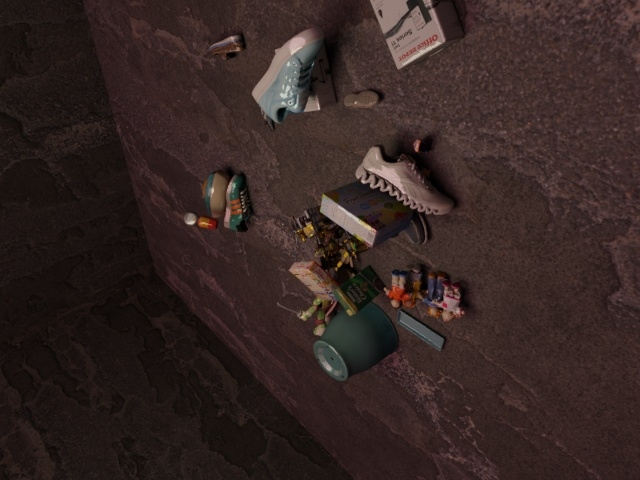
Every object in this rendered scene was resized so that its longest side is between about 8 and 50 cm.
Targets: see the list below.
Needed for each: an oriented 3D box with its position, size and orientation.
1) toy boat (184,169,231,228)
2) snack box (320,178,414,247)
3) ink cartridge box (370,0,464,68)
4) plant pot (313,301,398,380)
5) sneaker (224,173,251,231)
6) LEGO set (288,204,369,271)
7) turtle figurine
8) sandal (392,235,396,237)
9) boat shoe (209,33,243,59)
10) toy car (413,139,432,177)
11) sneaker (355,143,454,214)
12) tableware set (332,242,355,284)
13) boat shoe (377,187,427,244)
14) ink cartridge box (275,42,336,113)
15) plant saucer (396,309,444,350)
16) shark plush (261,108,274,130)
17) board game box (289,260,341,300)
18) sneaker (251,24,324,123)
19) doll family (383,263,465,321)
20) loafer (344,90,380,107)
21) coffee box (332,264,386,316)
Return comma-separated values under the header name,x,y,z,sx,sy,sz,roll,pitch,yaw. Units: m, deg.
name,x,y,z,sx,sy,sz,roll,pitch,yaw
toy boat,-0.518,-0.184,1.960,0.148,0.318,0.267,14,140,-2
snack box,0.132,-0.085,1.205,0.207,0.175,0.070,36,134,30
ink cartridge box,0.219,-0.533,0.973,0.153,0.087,0.208,-12,107,54
plant pot,0.123,0.408,1.655,0.272,0.255,0.271,30,136,34
sneaker,-0.376,-0.172,1.981,0.121,0.108,0.301,20,127,8
LEGO set,0.000,0.000,1.505,0.331,0.192,0.254,-19,91,64
turtle figurine,-0.036,0.270,1.807,0.197,0.275,0.266,-110,8,-56
sandal,0.193,-0.082,1.397,0.179,0.040,0.067,44,151,-5
boat shoe,-0.351,-0.711,1.559,0.183,0.066,0.066,7,122,48
toy car,0.275,-0.228,1.159,0.041,0.060,0.121,31,137,40
sneaker,0.246,-0.167,1.168,0.292,0.110,0.118,28,116,6
tableware set,0.108,0.097,1.631,0.128,0.039,0.193,19,124,57
boat shoe,0.243,-0.092,1.282,0.095,0.079,0.254,-16,102,56
ink cartridge box,-0.047,-0.516,1.314,0.148,0.086,0.202,11,124,46
plant saucer,0.360,0.320,1.506,0.192,0.018,0.067,33,138,33
shark plush,-0.187,-0.476,1.550,0.067,0.073,0.161,12,125,9
board game box,-0.009,0.157,1.589,0.193,0.045,0.147,45,153,-23
sneaker,-0.068,-0.463,1.211,0.150,0.135,0.366,53,152,-8
doll family,0.344,0.172,1.356,0.263,0.118,0.163,12,120,24
loafer,0.128,-0.412,1.229,0.125,0.039,0.045,14,93,42
coffee box,0.144,0.182,1.519,0.113,0.184,0.040,54,146,8
